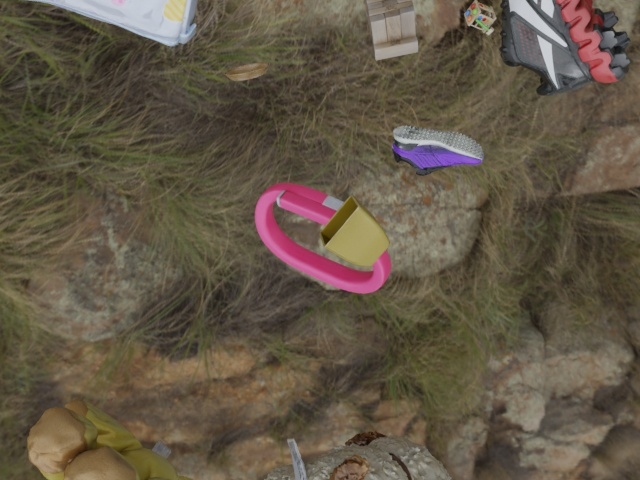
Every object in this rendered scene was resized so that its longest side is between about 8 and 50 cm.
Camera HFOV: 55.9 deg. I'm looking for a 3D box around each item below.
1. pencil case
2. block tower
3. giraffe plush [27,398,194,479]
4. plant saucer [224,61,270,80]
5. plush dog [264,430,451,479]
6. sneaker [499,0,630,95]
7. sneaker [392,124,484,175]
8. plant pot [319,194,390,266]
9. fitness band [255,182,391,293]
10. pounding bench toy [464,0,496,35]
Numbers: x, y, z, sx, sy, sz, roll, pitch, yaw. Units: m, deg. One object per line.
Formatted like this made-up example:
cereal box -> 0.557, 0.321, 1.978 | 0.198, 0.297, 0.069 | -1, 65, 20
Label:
pencil case -> -0.263, -0.293, 0.637 | 0.273, 0.124, 0.113 | 8, 165, -17
block tower -> 0.130, -0.535, 1.259 | 0.091, 0.335, 0.097 | -10, 151, 6
giraffe plush -> -0.226, 0.273, 0.577 | 0.181, 0.210, 0.170 | 34, 76, 16
plant saucer -> -0.129, -0.298, 1.070 | 0.083, 0.083, 0.015 | -8, 116, 7
plush dog -> 0.078, 0.338, 0.816 | 0.225, 0.262, 0.210 | -5, 121, -44
sneaker -> 0.260, -0.292, 0.740 | 0.135, 0.097, 0.276 | -24, 113, 41
sneaker -> 0.371, -0.270, 1.937 | 0.293, 0.102, 0.146 | 15, 130, 12
plant pot -> 0.058, -0.007, 0.921 | 0.083, 0.081, 0.081 | 37, 100, -15
fitness band -> 0.000, 0.000, 1.145 | 0.291, 0.054, 0.209 | 25, 144, 19
pounding bench toy -> 0.430, -0.595, 1.623 | 0.065, 0.083, 0.052 | 12, 142, -25
